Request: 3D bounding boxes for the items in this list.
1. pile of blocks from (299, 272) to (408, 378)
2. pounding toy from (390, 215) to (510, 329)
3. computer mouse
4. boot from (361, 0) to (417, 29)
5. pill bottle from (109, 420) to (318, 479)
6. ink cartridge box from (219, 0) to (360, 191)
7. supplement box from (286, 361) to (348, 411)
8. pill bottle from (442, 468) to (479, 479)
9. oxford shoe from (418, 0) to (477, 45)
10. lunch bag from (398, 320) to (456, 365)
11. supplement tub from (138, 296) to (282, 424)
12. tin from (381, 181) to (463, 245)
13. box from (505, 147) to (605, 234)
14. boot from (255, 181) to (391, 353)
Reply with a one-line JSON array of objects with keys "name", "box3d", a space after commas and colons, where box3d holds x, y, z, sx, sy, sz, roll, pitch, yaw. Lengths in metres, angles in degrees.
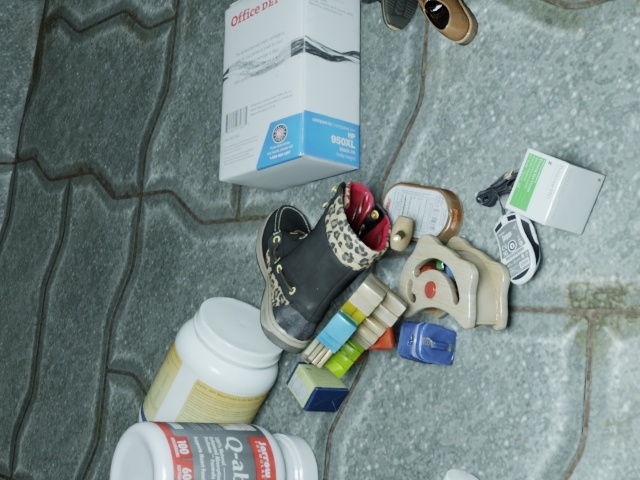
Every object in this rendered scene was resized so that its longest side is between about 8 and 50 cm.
[{"name": "pile of blocks", "box3d": [0.060, 0.176, 1.626, 0.149, 0.112, 0.362, -49, -4, -22]}, {"name": "pounding toy", "box3d": [0.177, 0.072, 1.537, 0.269, 0.155, 0.154, 40, 122, 56]}, {"name": "computer mouse", "box3d": [0.315, -0.016, 1.499, 0.106, 0.042, 0.193, -40, 51, 45]}, {"name": "boot", "box3d": [0.121, -0.477, 1.825, 0.137, 0.077, 0.198, -28, 48, 50]}, {"name": "pill bottle", "box3d": [-0.198, 0.455, 1.772, 0.210, 0.363, 0.210, -15, 71, 49]}, {"name": "ink cartridge box", "box3d": [-0.065, -0.326, 1.936, 0.285, 0.166, 0.395, -11, 75, 49]}, {"name": "supplement box", "box3d": [-0.007, 0.284, 1.797, 0.083, 0.083, 0.056, 49, 119, 43]}, {"name": "pill bottle", "box3d": [0.195, 0.463, 1.492, 0.103, 0.103, 0.184, 46, 117, 46]}, {"name": "oxford shoe", "box3d": [0.210, -0.442, 1.696, 0.076, 0.076, 0.212, -56, 43, 29]}, {"name": "lunch bag", "box3d": [0.183, 0.174, 1.575, 0.065, 0.098, 0.067, -3, 75, 48]}, {"name": "supplement tub", "box3d": [-0.227, 0.300, 1.953, 0.316, 0.228, 0.228, -61, 42, 22]}, {"name": "tin", "box3d": [0.179, -0.050, 1.680, 0.189, 0.040, 0.106, 14, 89, 52]}, {"name": "box", "box3d": [0.357, -0.074, 1.410, 0.087, 0.102, 0.101, 31, 105, 47]}, {"name": "boot", "box3d": [0.000, 0.000, 1.763, 0.284, 0.138, 0.377, -49, 24, 31]}]
